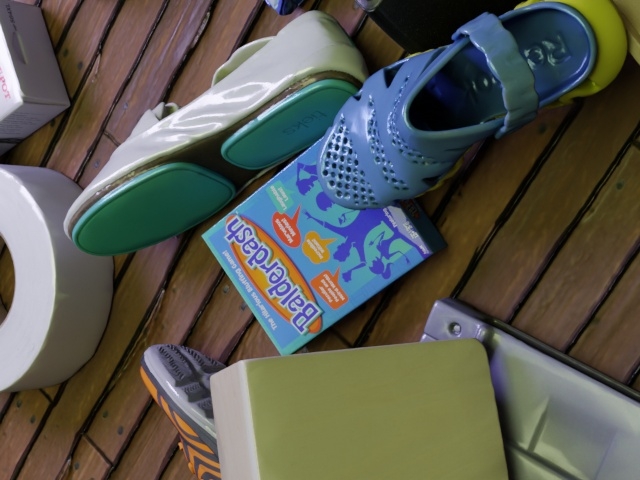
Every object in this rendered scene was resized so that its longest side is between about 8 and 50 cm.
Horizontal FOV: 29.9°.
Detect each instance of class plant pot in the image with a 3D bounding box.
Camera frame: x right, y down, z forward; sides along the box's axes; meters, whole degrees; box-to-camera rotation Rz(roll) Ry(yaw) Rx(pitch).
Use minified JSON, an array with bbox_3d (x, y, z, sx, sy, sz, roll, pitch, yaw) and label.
[{"bbox_3d":[0.090,-0.283,1.116,0.187,0.167,0.188,-50,66,25],"label":"plant pot"}]

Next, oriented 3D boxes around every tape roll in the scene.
[{"bbox_3d":[-0.391,0.047,1.484,0.286,0.100,0.286,0,91,34],"label":"tape roll"}]

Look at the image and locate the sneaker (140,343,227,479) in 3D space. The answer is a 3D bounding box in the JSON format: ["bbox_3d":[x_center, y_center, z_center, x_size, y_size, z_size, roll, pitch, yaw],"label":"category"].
[{"bbox_3d":[-0.112,0.265,1.279,0.321,0.125,0.180,44,112,26],"label":"sneaker"}]

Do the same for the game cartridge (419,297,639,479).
[{"bbox_3d":[0.216,0.228,1.097,0.355,0.068,0.230,27,101,31],"label":"game cartridge"}]

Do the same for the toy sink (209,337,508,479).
[{"bbox_3d":[0.031,0.180,1.102,0.131,0.234,0.152,145,119,-67],"label":"toy sink"}]

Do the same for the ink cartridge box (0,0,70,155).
[{"bbox_3d":[-0.427,-0.191,1.516,0.203,0.086,0.148,-27,76,31],"label":"ink cartridge box"}]

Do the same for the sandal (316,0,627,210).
[{"bbox_3d":[0.104,-0.118,1.046,0.317,0.138,0.126,-34,86,38],"label":"sandal"}]

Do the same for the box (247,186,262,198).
[{"bbox_3d":[-0.037,-0.024,1.290,0.067,0.018,0.083,-29,75,31],"label":"box"}]

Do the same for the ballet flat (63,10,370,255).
[{"bbox_3d":[-0.117,-0.115,1.296,0.400,0.139,0.139,-29,74,27],"label":"ballet flat"}]

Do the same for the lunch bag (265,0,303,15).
[{"bbox_3d":[-0.040,-0.332,1.253,0.129,0.096,0.151,53,131,20],"label":"lunch bag"}]

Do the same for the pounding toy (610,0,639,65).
[{"bbox_3d":[0.276,-0.239,1.033,0.206,0.094,0.181,58,138,20],"label":"pounding toy"}]

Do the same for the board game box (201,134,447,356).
[{"bbox_3d":[0.000,0.000,1.227,0.210,0.047,0.160,-38,83,28],"label":"board game box"}]
